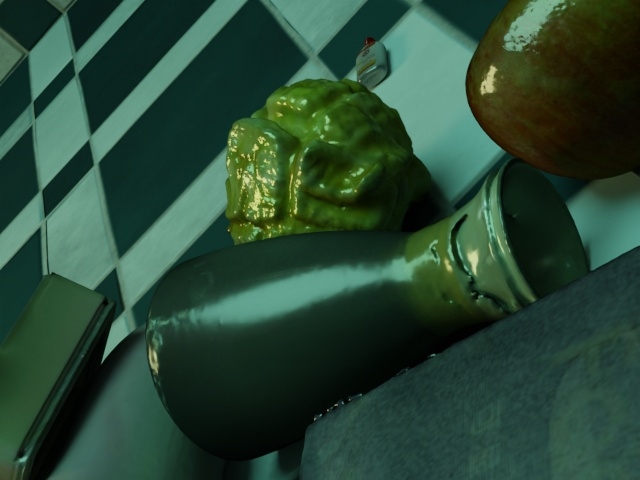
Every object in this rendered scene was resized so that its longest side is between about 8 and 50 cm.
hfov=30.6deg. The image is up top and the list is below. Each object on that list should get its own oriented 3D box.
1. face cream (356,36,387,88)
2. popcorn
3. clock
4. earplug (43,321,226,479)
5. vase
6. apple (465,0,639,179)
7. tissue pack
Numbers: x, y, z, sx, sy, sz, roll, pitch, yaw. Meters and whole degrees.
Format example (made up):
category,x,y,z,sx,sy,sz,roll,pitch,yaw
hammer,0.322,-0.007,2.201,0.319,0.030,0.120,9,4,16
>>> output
category,x,y,z,sx,sy,sz,roll,pitch,yaw
face cream,0.057,-0.202,1.311,0.040,0.021,0.083,-36,30,24
popcorn,0.006,-0.050,1.042,0.167,0.187,0.185,17,51,20
clock,-0.251,0.143,1.007,0.192,0.071,0.147,-69,2,-46
earplug,-0.147,0.175,1.013,0.172,0.172,0.301,-35,24,27
vase,0.034,0.053,0.889,0.321,0.173,0.173,-21,38,33
apple,0.202,-0.138,0.846,0.195,0.173,0.160,-60,26,-10
tissue pack,0.154,0.152,0.605,0.394,0.124,0.288,-32,32,32
